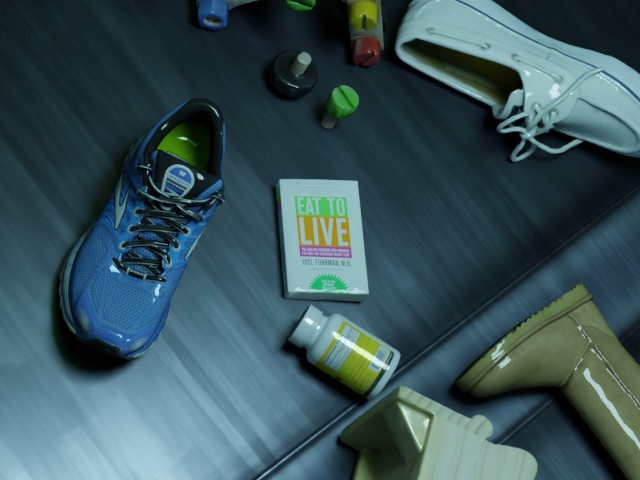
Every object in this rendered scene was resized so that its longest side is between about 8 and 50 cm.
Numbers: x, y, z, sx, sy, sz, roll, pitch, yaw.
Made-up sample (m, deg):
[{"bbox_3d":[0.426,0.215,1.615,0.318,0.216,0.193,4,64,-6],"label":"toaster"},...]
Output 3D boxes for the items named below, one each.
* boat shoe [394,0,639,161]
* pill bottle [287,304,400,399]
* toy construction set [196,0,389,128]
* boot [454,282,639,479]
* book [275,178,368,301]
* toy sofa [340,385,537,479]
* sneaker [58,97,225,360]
[{"bbox_3d":[0.254,-0.176,2.275,0.367,0.136,0.156,31,55,-1],"label":"boat shoe"},{"bbox_3d":[0.025,0.121,2.054,0.116,0.065,0.065,33,55,-3],"label":"pill bottle"},{"bbox_3d":[0.016,-0.353,2.208,0.257,0.237,0.309,33,55,-3],"label":"toy construction set"},{"bbox_3d":[0.315,0.200,2.121,0.236,0.089,0.269,-31,79,-33],"label":"boot"},{"bbox_3d":[0.000,0.000,2.134,0.096,0.035,0.144,3,63,-17],"label":"book"},{"bbox_3d":[0.084,0.351,1.901,0.177,0.150,0.363,26,56,-14],"label":"toy sofa"},{"bbox_3d":[-0.185,-0.024,1.996,0.129,0.147,0.330,22,57,-10],"label":"sneaker"}]
